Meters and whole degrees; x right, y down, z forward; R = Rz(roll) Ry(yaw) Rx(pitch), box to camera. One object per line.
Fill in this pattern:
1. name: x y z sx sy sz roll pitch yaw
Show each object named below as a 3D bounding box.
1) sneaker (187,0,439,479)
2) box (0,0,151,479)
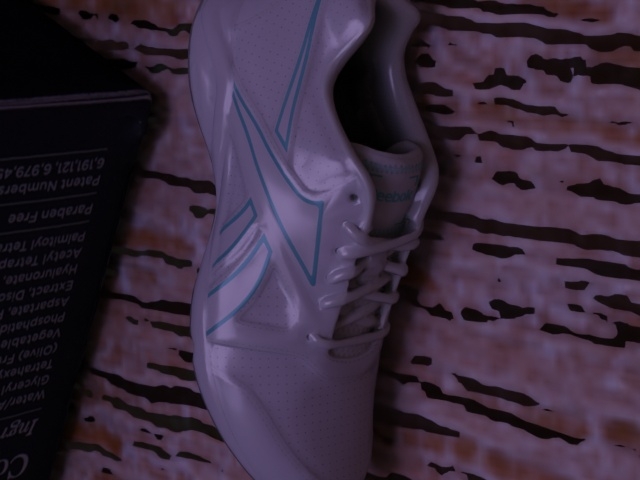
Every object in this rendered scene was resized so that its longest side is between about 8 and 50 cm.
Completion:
1. sneaker: 0.000 0.000 0.491 0.061 0.053 0.152 -1 95 42
2. box: -0.261 0.017 0.666 0.343 0.179 0.312 36 121 36
